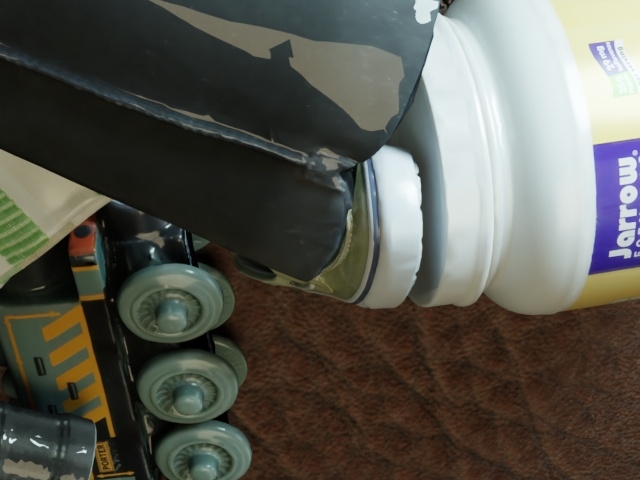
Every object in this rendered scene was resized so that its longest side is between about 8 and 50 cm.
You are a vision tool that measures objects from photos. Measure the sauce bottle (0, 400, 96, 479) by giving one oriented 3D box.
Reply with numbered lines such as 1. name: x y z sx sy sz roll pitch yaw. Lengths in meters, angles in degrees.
1. sauce bottle: -0.332 0.123 1.203 0.344 0.111 0.111 13 126 -19

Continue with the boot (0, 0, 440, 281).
1. boot: -0.138 -0.190 0.945 0.445 0.146 0.367 24 136 -6

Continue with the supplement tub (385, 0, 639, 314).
1. supplement tub: 0.216 -0.077 1.203 0.331 0.241 0.241 -9 134 -11

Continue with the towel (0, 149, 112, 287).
1. towel: -0.244 -0.092 1.125 0.325 0.038 0.248 -35 109 17

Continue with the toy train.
1. toy train: -0.158 0.084 1.307 0.190 0.142 0.334 -7 134 0

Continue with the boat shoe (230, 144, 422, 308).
1. boat shoe: 0.000 0.000 1.206 0.094 0.109 0.302 -1 172 -12
